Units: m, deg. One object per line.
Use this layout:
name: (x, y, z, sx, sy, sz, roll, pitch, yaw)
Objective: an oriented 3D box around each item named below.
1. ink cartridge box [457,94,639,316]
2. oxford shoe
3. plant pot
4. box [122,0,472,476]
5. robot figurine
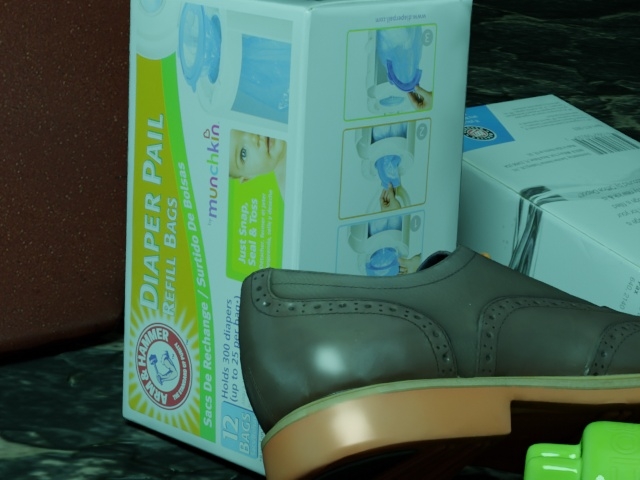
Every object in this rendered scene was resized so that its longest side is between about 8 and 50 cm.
ink cartridge box: (0.139, 0.004, 0.958, 0.190, 0.082, 0.139, 35, 31, 33)
oxford shoe: (0.089, 0.043, 0.777, 0.271, 0.098, 0.097, -1, -29, -37)
plant pot: (-0.219, -0.071, 0.967, 0.235, 0.267, 0.267, 10, 10, -28)
box: (-0.013, -0.011, 0.829, 0.103, 0.203, 0.114, -11, 18, -44)
robot figurine: (0.132, 0.102, 0.697, 0.115, 0.067, 0.101, 5, 4, 5)
